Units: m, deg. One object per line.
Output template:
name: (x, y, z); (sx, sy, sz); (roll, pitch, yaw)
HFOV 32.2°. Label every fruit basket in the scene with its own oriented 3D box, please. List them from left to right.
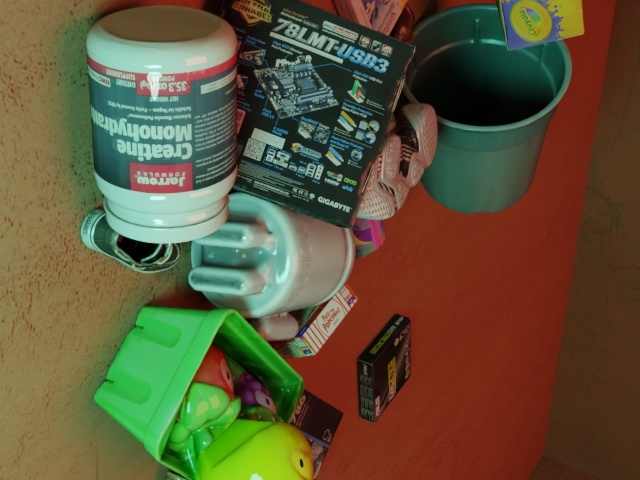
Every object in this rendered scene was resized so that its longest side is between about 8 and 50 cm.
fruit basket: (-0.120, 0.294, 1.708); (0.283, 0.392, 0.392); (-63, 152, -16)

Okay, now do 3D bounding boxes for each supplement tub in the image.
supplement tub: (-0.204, -0.154, 1.452); (0.191, 0.191, 0.272); (-37, 137, -49)

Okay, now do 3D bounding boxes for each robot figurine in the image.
robot figurine: (-0.071, 0.019, 1.802); (0.353, 0.199, 0.300); (-7, 104, -61)

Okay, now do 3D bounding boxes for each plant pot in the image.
plant pot: (0.329, -0.247, 2.287); (0.341, 0.341, 0.334); (-56, 157, -29)

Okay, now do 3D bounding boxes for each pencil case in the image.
pencil case: (0.067, -0.070, 2.125); (0.104, 0.104, 0.236); (-55, 150, -30)

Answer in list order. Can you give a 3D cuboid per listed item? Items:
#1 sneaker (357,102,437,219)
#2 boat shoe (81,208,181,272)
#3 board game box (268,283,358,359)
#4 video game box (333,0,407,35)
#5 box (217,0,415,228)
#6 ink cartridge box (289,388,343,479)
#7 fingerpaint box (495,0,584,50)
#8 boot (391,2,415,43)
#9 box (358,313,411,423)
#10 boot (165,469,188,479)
sneaker: (0.055, -0.141, 1.895); (0.366, 0.210, 0.137); (-47, 136, -55)
boat shoe: (-0.254, 0.011, 1.595); (0.219, 0.070, 0.078); (20, 89, -63)
board game box: (-0.043, 0.150, 1.960); (0.045, 0.193, 0.147); (54, 50, -17)
video game box: (0.102, -0.461, 2.001); (0.205, 0.048, 0.187); (-62, 154, -18)
box: (-0.043, -0.201, 1.646); (0.073, 0.295, 0.293); (-172, -80, -77)
ink cartridge box: (-0.061, 0.376, 2.207); (0.165, 0.065, 0.332); (-66, 152, -10)
fingerpaint box: (0.373, -0.648, 2.077); (0.445, 0.163, 0.371); (65, 16, -53)
boot: (0.139, -0.391, 2.131); (0.114, 0.037, 0.106); (-50, 144, -28)
box: (0.151, 0.297, 2.578); (0.184, 0.045, 0.191); (-47, 144, -44)
boot: (-0.252, 0.494, 1.911); (0.152, 0.073, 0.197); (-54, 146, -23)
